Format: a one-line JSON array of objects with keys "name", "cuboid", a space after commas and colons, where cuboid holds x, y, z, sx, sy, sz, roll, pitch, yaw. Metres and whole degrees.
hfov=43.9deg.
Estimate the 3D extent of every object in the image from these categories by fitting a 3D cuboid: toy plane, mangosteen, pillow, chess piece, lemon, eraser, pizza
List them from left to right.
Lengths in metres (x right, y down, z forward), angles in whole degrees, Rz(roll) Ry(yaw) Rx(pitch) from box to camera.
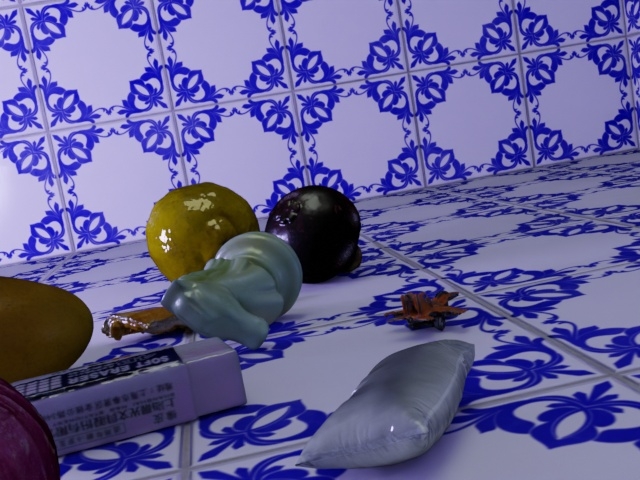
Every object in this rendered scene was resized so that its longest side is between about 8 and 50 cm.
[{"name": "eraser", "cuboid": [-0.252, 0.198, 1.034, 0.287, 0.086, 0.130, -12, 8, -18]}, {"name": "pizza", "cuboid": [-0.278, 0.148, 1.518, 0.271, 0.056, 0.134, -9, 5, -20]}, {"name": "lemon", "cuboid": [-0.285, -0.010, 1.892, 0.316, 0.285, 0.285, 22, 27, 37]}, {"name": "chess piece", "cuboid": [-0.144, 0.096, 1.369, 0.176, 0.175, 0.298, -7, 12, 17]}, {"name": "mangosteen", "cuboid": [0.000, 0.000, 1.780, 0.228, 0.228, 0.265, -3, -30, 41]}, {"name": "pillow", "cuboid": [0.079, 0.174, 0.847, 0.144, 0.078, 0.254, -17, 4, 23]}, {"name": "toy plane", "cuboid": [0.182, 0.111, 1.262, 0.135, 0.062, 0.188, -5, -4, 33]}]

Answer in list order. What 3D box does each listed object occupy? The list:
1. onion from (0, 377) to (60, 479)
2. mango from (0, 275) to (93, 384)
[{"name": "onion", "cuboid": [-0.332, 0.200, 0.651, 0.256, 0.272, 0.230, 38, 25, 33]}, {"name": "mango", "cuboid": [-0.544, 0.154, 1.231, 0.378, 0.221, 0.264, -5, 12, -24]}]
